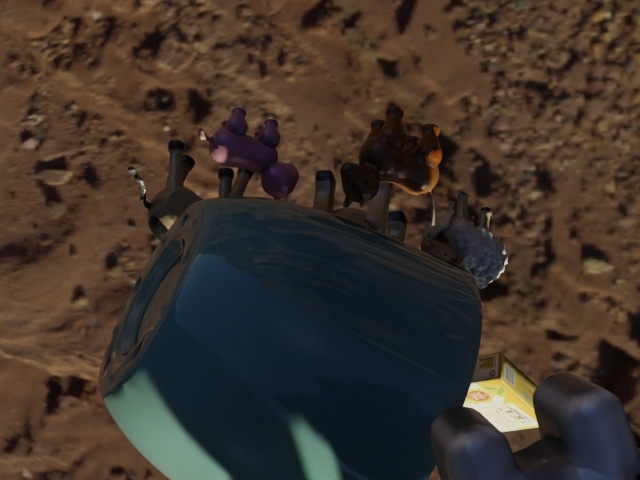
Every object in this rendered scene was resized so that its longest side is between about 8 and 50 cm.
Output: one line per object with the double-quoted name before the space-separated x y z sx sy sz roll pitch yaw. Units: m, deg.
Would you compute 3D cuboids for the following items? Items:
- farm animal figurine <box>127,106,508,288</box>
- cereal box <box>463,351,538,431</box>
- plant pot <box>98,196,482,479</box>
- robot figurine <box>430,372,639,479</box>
"farm animal figurine" 0.000 0.000 1.416 0.327 0.330 0.172 42 49 -48
"cereal box" 0.179 0.225 1.811 0.173 0.240 0.047 41 46 -46
"plant pot" -0.044 0.097 1.095 0.235 0.293 0.293 29 77 -17
"robot figurine" 0.173 0.264 0.797 0.300 0.200 0.353 -17 91 2
